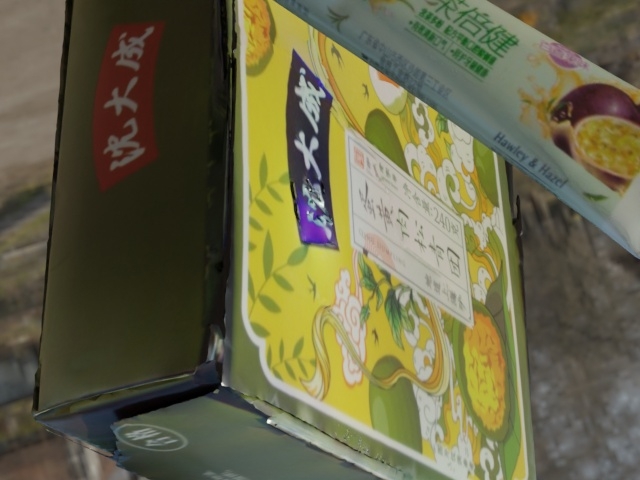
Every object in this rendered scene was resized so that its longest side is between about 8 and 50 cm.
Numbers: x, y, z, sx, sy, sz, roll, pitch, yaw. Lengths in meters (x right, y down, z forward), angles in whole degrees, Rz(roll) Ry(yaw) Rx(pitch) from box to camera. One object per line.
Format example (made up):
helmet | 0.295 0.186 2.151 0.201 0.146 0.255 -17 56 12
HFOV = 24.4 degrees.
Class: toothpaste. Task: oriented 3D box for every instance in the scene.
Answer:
toothpaste | 0.047 -0.099 0.709 0.058 0.314 0.056 -61 166 21

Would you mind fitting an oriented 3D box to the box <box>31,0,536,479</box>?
box | 0.000 0.000 1.006 0.138 0.373 0.420 -16 149 28
